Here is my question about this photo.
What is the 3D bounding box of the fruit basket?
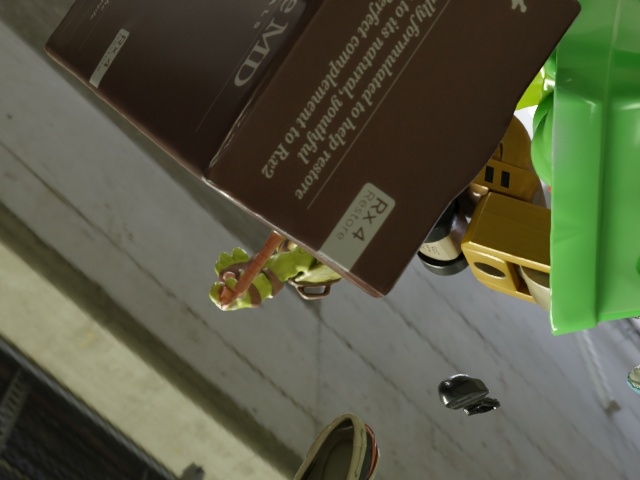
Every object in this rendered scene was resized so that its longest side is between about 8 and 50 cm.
[{"bbox_3d":[0.191,-0.137,0.786,0.392,0.392,0.282,-100,1,-55],"label":"fruit basket"}]

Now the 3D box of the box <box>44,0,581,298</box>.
[{"bbox_3d":[-0.040,-0.133,0.627,0.143,0.191,0.381,33,-179,-35],"label":"box"}]

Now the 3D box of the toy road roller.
[{"bbox_3d":[0.283,-0.055,1.430,0.330,0.240,0.202,22,167,25],"label":"toy road roller"}]

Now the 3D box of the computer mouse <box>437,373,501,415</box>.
[{"bbox_3d":[0.240,0.245,1.544,0.242,0.071,0.041,37,-151,-63],"label":"computer mouse"}]

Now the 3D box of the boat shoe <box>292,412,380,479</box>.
[{"bbox_3d":[-0.007,0.165,0.562,0.049,0.137,0.043,21,158,23],"label":"boat shoe"}]

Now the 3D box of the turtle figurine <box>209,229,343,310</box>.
[{"bbox_3d":[0.000,0.000,0.879,0.087,0.269,0.217,51,155,-7],"label":"turtle figurine"}]

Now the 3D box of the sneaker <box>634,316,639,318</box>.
[{"bbox_3d":[0.423,0.042,1.138,0.275,0.107,0.109,18,-114,-48],"label":"sneaker"}]

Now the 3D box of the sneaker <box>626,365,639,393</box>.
[{"bbox_3d":[0.482,0.169,1.150,0.087,0.229,0.092,30,-111,-50],"label":"sneaker"}]
